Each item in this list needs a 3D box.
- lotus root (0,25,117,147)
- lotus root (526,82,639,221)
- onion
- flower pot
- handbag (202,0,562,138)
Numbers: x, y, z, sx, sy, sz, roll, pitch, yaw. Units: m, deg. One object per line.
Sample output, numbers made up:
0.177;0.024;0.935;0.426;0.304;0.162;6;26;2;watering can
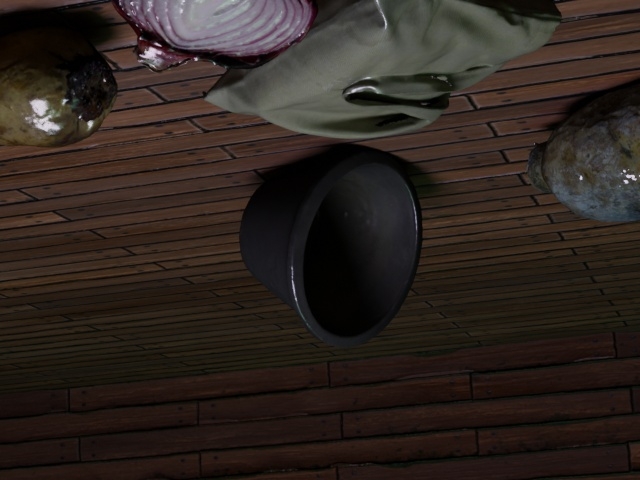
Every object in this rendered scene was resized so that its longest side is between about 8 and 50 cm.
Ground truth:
-0.310;-0.153;1.645;0.214;0.138;0.138;-9;165;26;lotus root
0.396;-0.104;1.920;0.350;0.175;0.175;-15;162;37;lotus root
-0.111;-0.228;1.421;0.151;0.098;0.206;-41;141;27;onion
0.000;0.000;2.168;0.166;0.269;0.269;13;180;43;flower pot
0.063;-0.184;1.634;0.253;0.109;0.316;2;160;-35;handbag
